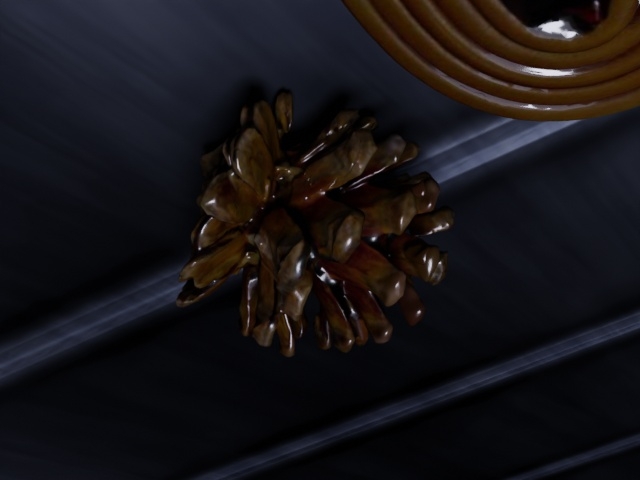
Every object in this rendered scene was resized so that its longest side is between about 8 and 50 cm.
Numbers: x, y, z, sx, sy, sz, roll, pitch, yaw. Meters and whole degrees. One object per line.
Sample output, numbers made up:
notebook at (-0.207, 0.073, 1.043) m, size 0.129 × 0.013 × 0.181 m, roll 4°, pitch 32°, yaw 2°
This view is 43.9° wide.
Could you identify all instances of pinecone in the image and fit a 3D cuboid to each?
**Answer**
pinecone at (-0.002, -0.003, 0.536) m, size 0.195 × 0.150 × 0.179 m, roll 4°, pitch 134°, yaw -26°

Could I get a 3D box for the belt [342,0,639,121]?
belt at (0.084, -0.195, 0.291) m, size 0.217 × 0.122 × 0.339 m, roll -4°, pitch 143°, yaw 19°
